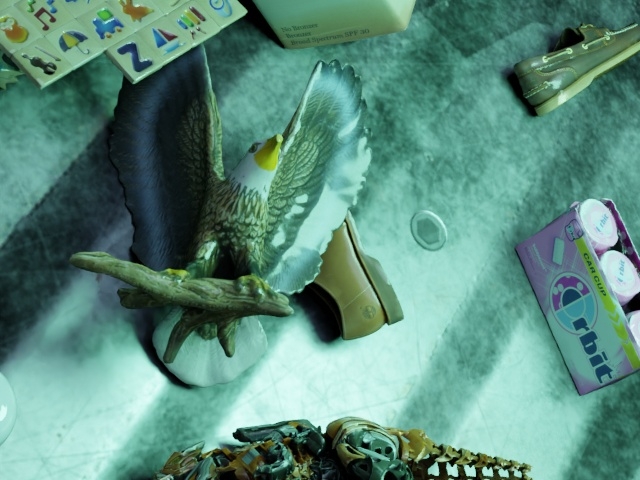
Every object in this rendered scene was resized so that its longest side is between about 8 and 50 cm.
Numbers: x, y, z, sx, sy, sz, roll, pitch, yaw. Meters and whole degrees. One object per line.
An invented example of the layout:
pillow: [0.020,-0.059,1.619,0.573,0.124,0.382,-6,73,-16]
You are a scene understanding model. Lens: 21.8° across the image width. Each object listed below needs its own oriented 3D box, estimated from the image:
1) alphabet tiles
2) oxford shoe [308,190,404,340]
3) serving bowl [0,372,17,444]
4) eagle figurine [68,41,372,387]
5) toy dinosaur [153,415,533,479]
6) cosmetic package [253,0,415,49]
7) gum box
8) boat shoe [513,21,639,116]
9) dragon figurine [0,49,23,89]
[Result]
alphabet tiles: [-0.208,-0.228,1.509,0.198,0.009,0.237,46,51,7]
oxford shoe: [0.000,0.000,1.633,0.076,0.076,0.212,-27,75,-6]
serving bowl: [-0.291,0.137,1.398,0.083,0.027,0.083,14,62,-27]
eagle figurine: [-0.078,-0.039,1.516,0.226,0.225,0.298,50,29,-32]
toy dinosaur: [0.025,0.215,1.450,0.322,0.164,0.218,-22,35,-3]
cosmetic package: [-0.025,-0.337,1.642,0.296,0.153,0.129,52,43,-42]
gum box: [0.292,0.056,1.770,0.062,0.107,0.188,-15,77,-37]
boat shoe: [0.305,-0.216,1.932,0.207,0.073,0.073,-32,89,-39]
dragon figurine: [-0.289,-0.227,1.537,0.289,0.085,0.144,-28,85,-40]
